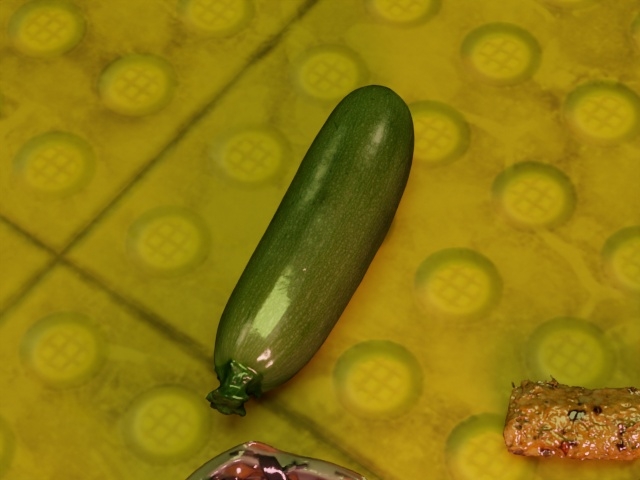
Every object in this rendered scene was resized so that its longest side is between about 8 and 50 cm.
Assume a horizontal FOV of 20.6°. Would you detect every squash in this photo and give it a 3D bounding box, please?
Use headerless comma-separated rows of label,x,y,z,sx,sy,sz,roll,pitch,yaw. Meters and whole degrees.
squash,0.000,0.000,1.666,0.107,0.107,0.395,20,59,14

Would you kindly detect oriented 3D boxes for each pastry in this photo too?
pastry,0.237,0.163,1.584,0.140,0.056,0.080,5,50,13

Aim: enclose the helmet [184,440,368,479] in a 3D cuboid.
helmet,-0.033,0.282,1.472,0.224,0.130,0.198,30,65,7
